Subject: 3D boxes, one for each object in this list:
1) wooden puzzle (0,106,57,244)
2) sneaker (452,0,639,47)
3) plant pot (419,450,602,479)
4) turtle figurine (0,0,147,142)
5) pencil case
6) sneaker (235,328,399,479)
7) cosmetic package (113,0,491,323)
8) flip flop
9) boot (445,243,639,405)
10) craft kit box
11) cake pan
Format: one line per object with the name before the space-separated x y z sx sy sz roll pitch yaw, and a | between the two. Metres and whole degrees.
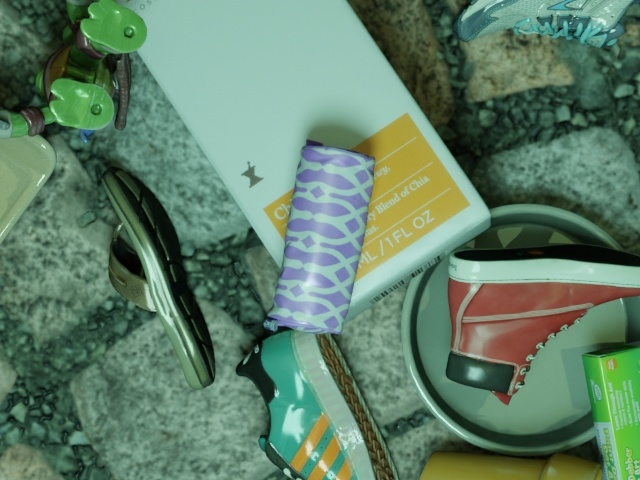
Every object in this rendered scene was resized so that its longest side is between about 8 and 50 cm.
wooden puzzle | -0.522 -0.054 1.942 0.322 0.080 0.348 36 92 0
sneaker | 0.295 -0.276 1.955 0.283 0.110 0.122 -21 92 -2
plant pot | 0.200 0.325 1.896 0.188 0.205 0.205 15 87 15
turtle figurine | -0.311 -0.204 1.812 0.198 0.266 0.274 -36 108 -19
pencil case | 0.000 0.000 1.753 0.086 0.088 0.206 15 88 -31
sneaker | 0.004 0.246 1.937 0.121 0.108 0.302 -23 93 15
cosmetic package | -0.025 -0.147 1.885 0.230 0.161 0.453 -35 83 2
flip flop | -0.199 0.047 1.938 0.080 0.112 0.277 -21 94 12
boot | 0.261 0.098 1.906 0.244 0.088 0.176 -2 103 -10
craft kit box | 0.441 0.226 1.932 0.247 0.061 0.249 -11 94 -17
cake pan | 0.238 0.104 1.964 0.293 0.054 0.293 0 88 -2
